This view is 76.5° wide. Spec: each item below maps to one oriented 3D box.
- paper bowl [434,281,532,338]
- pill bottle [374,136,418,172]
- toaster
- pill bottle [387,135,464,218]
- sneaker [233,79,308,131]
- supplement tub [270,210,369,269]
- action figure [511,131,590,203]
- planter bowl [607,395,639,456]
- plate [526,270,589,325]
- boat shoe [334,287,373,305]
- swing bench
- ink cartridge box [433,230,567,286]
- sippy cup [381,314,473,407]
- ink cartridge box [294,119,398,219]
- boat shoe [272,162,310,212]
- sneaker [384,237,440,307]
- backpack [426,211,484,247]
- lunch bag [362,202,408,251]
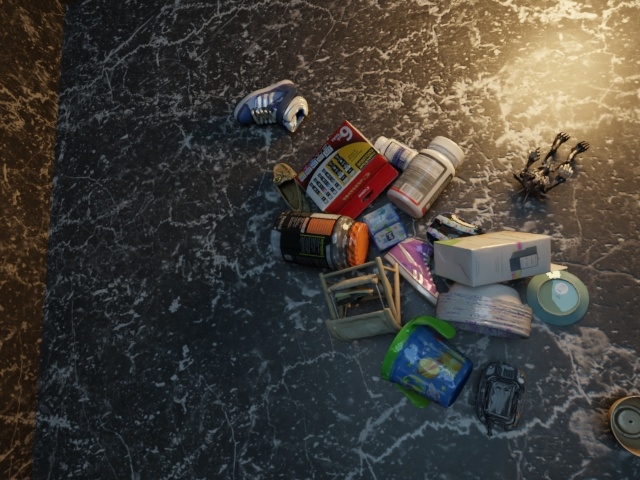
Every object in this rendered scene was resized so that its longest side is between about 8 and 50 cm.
[{"bbox_3d":[0.516,0.214,1.291,0.284,0.284,0.148,9,78,19],"label":"paper bowl"},{"bbox_3d":[0.298,-0.346,1.618,0.169,0.094,0.094,37,88,23],"label":"pill bottle"},{"bbox_3d":[0.558,0.494,1.274,0.129,0.146,0.227,11,78,20],"label":"toaster"},{"bbox_3d":[0.395,-0.237,1.522,0.161,0.161,0.283,38,88,22],"label":"pill bottle"},{"bbox_3d":[-0.212,-0.560,1.813,0.322,0.130,0.236,-28,65,2],"label":"sneaker"},{"bbox_3d":[0.000,0.000,1.539,0.338,0.207,0.207,7,77,24],"label":"supplement tub"},{"bbox_3d":[0.792,-0.258,1.420,0.164,0.141,0.276,42,86,21],"label":"action figure"},{"bbox_3d":[0.916,0.531,1.176,0.162,0.109,0.162,-5,74,16],"label":"planter bowl"},{"bbox_3d":[0.792,0.188,1.356,0.188,0.024,0.188,-5,74,17],"label":"plate"},{"bbox_3d":[0.112,0.187,1.334,0.152,0.056,0.049,-16,80,43],"label":"boat shoe"},{"bbox_3d":[0.152,0.218,1.427,0.253,0.165,0.255,-19,69,32],"label":"swing bench"},{"bbox_3d":[0.568,0.045,1.287,0.353,0.207,0.119,-8,98,-16],"label":"ink cartridge box"},{"bbox_3d":[0.350,0.401,1.299,0.224,0.305,0.240,28,72,32],"label":"sippy cup"},{"bbox_3d":[0.100,-0.257,1.600,0.309,0.130,0.272,-46,67,15],"label":"ink cartridge box"},{"bbox_3d":[-0.129,-0.224,1.715,0.104,0.089,0.285,-33,68,6],"label":"boat shoe"},{"bbox_3d":[0.378,0.104,1.466,0.161,0.102,0.282,-40,68,0],"label":"sneaker"},{"bbox_3d":[0.473,-0.008,1.457,0.173,0.117,0.158,35,87,22],"label":"backpack"},{"bbox_3d":[0.247,-0.048,1.555,0.129,0.096,0.151,-27,83,6],"label":"lunch bag"}]
